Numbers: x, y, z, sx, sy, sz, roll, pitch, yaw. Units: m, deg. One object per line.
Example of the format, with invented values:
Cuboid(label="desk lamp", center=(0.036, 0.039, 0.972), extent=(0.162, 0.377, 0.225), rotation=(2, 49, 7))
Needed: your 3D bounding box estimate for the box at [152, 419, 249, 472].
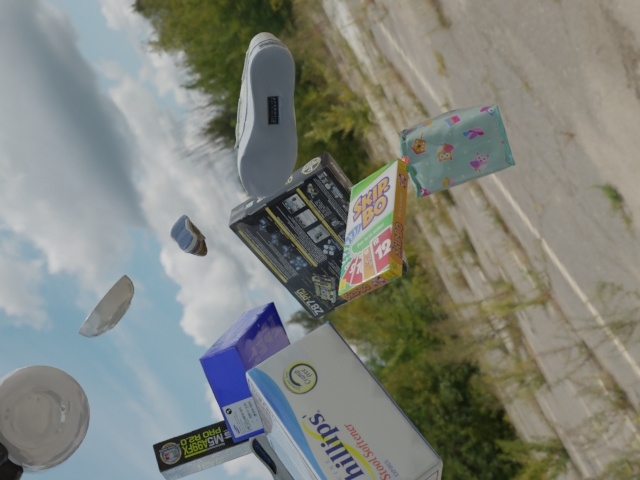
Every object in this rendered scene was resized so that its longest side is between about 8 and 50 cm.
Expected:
Cuboid(label="box", center=(-0.246, 0.457, 1.650), extent=(0.270, 0.216, 0.060), rotation=(109, 142, -66))

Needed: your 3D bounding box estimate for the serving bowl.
Cuboid(label="serving bowl", center=(-0.237, 0.079, 0.853), extent=(0.027, 0.083, 0.083), rotation=(37, -173, -5))

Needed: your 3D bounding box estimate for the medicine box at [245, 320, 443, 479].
Cuboid(label="medicine box", center=(0.037, 0.311, 1.096), extent=(0.263, 0.149, 0.289), rotation=(49, 160, 31))

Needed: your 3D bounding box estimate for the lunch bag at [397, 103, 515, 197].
Cuboid(label="lunch bag", center=(0.287, -0.202, 1.631), extent=(0.262, 0.223, 0.160), rotation=(-68, -41, -77))

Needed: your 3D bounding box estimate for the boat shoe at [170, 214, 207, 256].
Cuboid(label="boat shoe", center=(-0.323, -0.004, 1.856), extent=(0.066, 0.066, 0.183), rotation=(38, -172, -29))

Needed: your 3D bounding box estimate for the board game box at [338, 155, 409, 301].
Cuboid(label="board game box", center=(0.094, -0.030, 1.289), extent=(0.039, 0.124, 0.259), rotation=(33, -132, -26))

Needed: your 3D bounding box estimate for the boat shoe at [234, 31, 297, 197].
Cuboid(label="boat shoe", center=(-0.130, -0.281, 1.653), extent=(0.156, 0.135, 0.367), rotation=(-112, 20, -52))

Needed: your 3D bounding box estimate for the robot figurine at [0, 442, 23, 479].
Cuboid(label="robot figurine", center=(-0.575, 0.357, 1.141), extent=(0.278, 0.209, 0.173), rotation=(49, 166, -7))

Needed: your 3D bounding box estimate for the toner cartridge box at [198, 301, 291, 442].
Cuboid(label="toner cartridge box", center=(-0.126, 0.241, 1.459), extent=(0.348, 0.075, 0.165), rotation=(-46, -64, -79))

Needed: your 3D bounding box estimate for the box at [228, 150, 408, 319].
Cuboid(label="box", center=(0.000, 0.000, 2.004), extent=(0.395, 0.318, 0.097), rotation=(49, -159, -27))

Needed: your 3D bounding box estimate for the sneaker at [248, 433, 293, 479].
Cuboid(label="sneaker", center=(-0.053, 0.437, 1.491), extent=(0.217, 0.079, 0.121), rotation=(62, -159, -10))

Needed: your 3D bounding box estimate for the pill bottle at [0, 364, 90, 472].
Cuboid(label="pill bottle", center=(-0.530, 0.342, 1.403), extent=(0.182, 0.181, 0.323), rotation=(64, 155, 7))
